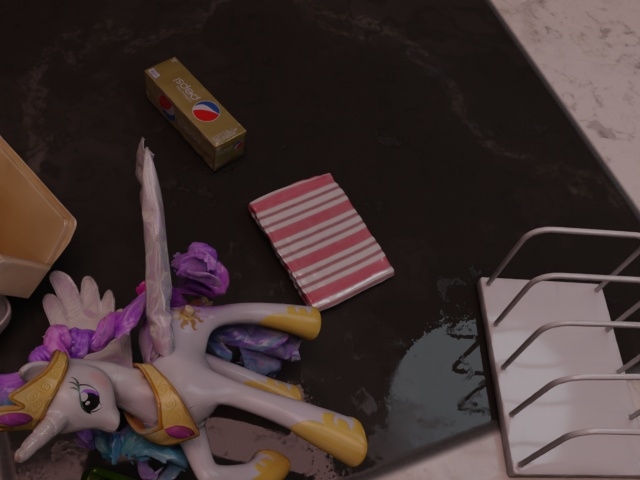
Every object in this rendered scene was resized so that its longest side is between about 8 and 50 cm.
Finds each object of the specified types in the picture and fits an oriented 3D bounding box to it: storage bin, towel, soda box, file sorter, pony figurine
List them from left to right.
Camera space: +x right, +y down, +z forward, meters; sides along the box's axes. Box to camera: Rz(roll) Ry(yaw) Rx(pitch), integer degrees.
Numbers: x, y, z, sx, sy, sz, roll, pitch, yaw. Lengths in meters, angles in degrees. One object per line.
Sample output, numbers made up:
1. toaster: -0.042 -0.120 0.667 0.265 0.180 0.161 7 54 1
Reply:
1. storage bin: -0.454 -0.067 0.758 0.260 0.262 0.123 41 96 24
2. pony figurine: -0.162 0.108 0.735 0.363 0.303 0.351 18 30 -29
3. soda box: -0.192 -0.193 1.037 0.058 0.061 0.181 -33 70 -27
4. towel: 0.000 0.000 0.981 0.144 0.029 0.197 -23 68 -23
5. file sorter: 0.340 0.144 0.875 0.192 0.173 0.278 3 59 -9

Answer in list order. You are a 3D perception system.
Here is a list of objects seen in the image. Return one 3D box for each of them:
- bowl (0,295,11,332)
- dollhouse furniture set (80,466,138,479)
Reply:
1. bowl: -0.455 0.096 0.811 0.142 0.053 0.142 37 59 13
2. dollhouse furniture set: -0.262 0.255 0.607 0.301 0.197 0.151 29 56 -23
